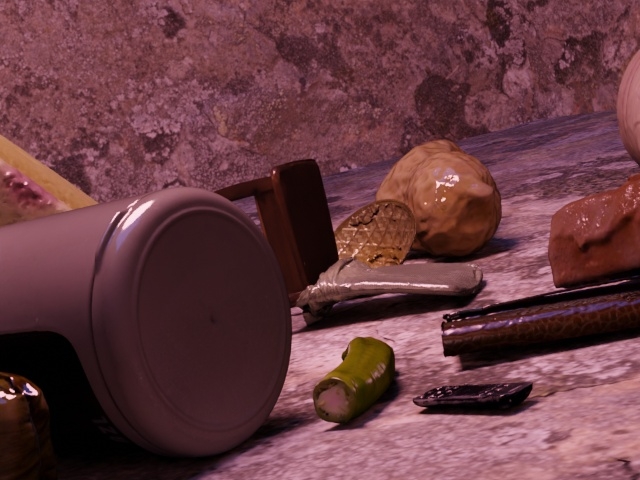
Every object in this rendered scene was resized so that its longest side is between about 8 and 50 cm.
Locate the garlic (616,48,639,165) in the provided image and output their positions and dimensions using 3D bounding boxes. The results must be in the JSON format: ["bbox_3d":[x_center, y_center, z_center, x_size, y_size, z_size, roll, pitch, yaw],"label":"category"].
[{"bbox_3d":[0.503,-0.171,1.686,0.318,0.259,0.317,1,21,0],"label":"garlic"}]

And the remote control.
[{"bbox_3d":[0.114,0.118,1.063,0.096,0.014,0.039,-8,8,46],"label":"remote control"}]

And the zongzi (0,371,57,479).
[{"bbox_3d":[-0.340,0.158,1.094,0.286,0.138,0.300,-11,5,-5],"label":"zongzi"}]

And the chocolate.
[{"bbox_3d":[0.318,-0.015,1.307,0.148,0.093,0.214,1,-10,-41],"label":"chocolate"}]

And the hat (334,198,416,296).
[{"bbox_3d":[0.074,0.027,1.725,0.146,0.067,0.146,-28,39,25],"label":"hat"}]

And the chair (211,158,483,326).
[{"bbox_3d":[0.000,0.000,1.566,0.319,0.186,0.160,-13,1,18],"label":"chair"}]

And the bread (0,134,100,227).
[{"bbox_3d":[-0.289,0.010,1.393,0.155,0.338,0.187,-52,10,5],"label":"bread"}]

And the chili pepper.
[{"bbox_3d":[0.035,0.108,1.174,0.052,0.050,0.202,25,10,5],"label":"chili pepper"}]

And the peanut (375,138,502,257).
[{"bbox_3d":[0.152,-0.046,1.865,0.159,0.143,0.291,-46,11,5],"label":"peanut"}]

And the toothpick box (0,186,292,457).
[{"bbox_3d":[-0.198,0.069,1.178,0.316,0.229,0.229,-8,8,38],"label":"toothpick box"}]

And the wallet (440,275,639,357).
[{"bbox_3d":[0.226,0.059,1.232,0.243,0.039,0.133,-9,3,9],"label":"wallet"}]
